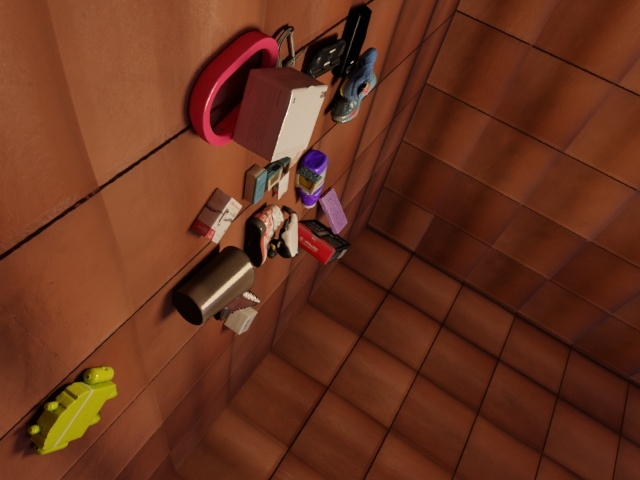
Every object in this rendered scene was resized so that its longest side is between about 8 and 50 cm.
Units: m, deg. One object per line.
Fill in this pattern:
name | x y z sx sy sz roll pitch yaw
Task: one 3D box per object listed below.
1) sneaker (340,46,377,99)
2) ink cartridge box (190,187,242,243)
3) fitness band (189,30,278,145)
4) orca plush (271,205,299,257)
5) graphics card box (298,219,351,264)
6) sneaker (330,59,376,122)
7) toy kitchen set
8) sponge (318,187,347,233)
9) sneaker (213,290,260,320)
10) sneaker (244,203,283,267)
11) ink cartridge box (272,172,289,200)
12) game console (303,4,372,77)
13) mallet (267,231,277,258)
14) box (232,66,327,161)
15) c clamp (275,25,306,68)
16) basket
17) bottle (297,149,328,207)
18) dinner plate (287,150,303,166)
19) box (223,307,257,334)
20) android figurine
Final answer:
sneaker | 0.154 -0.573 1.638 0.209 0.082 0.069 -58 152 -10
ink cartridge box | -0.293 -0.068 1.346 0.135 0.056 0.099 -57 168 -4
fitness band | -0.191 -0.348 1.084 0.291 0.054 0.209 -54 165 -24
orca plush | -0.148 -0.027 1.814 0.151 0.102 0.287 66 14 -46
graphics card box | 0.000 0.000 2.315 0.094 0.233 0.371 -56 170 13
sneaker | 0.104 -0.554 1.739 0.261 0.104 0.125 -60 152 -14
toy kitchen set | -0.114 -0.189 1.513 0.207 0.166 0.122 -50 166 -38
sponge | 0.066 -0.149 2.391 0.117 0.031 0.210 -49 125 -43
sneaker | -0.350 0.249 1.868 0.162 0.106 0.281 -52 157 -6
sneaker | -0.205 -0.018 1.767 0.145 0.090 0.270 -47 162 -35
ink cartridge box | -0.144 -0.202 1.702 0.063 0.029 0.115 -52 168 -29
game console | 0.056 -0.600 1.480 0.361 0.044 0.213 -49 165 -47
mallet | -0.204 0.010 2.001 0.062 0.039 0.189 -50 161 -25
box | -0.095 -0.308 1.139 0.181 0.119 0.182 -37 153 -56
c clamp | -0.085 -0.491 1.222 0.137 0.022 0.160 -59 171 -9
basket | -0.341 0.153 1.506 0.227 0.154 0.204 -42 163 -43
bottle | -0.037 -0.235 1.903 0.118 0.092 0.283 -53 167 -30
dinner plate | -0.092 -0.316 1.653 0.141 0.017 0.141 -56 168 -18
box | -0.352 0.342 2.086 0.101 0.087 0.102 -60 169 9
android figurine | -0.636 0.441 1.223 0.248 0.056 0.273 -57 169 -5
